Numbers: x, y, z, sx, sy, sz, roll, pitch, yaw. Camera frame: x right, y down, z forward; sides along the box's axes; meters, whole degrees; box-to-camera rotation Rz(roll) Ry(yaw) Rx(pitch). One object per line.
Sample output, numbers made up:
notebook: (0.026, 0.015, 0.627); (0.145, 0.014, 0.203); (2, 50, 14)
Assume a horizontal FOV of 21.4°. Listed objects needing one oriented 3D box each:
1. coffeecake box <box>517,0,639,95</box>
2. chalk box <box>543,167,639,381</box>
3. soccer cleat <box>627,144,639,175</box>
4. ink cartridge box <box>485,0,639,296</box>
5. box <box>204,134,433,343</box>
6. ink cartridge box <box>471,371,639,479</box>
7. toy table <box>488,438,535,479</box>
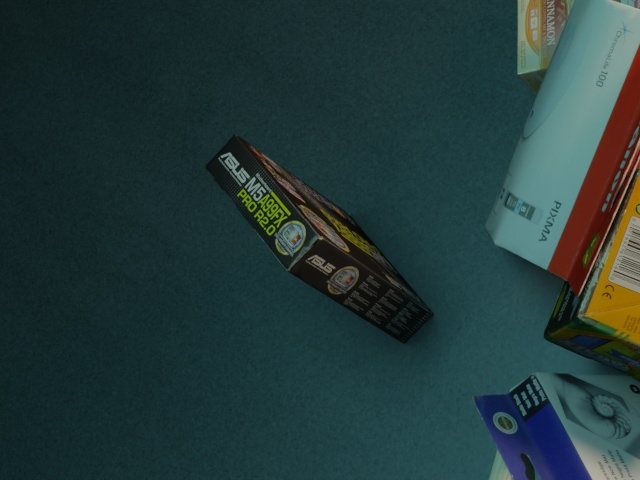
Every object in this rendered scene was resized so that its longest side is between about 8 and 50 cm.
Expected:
coffeecake box: (0.344, -0.275, 2.123); (0.185, 0.068, 0.142); (-12, 62, 30)
chalk box: (0.365, 0.054, 1.844); (0.179, 0.289, 0.180); (23, 83, 2)
soccer cleat: (0.502, -0.125, 1.935); (0.318, 0.108, 0.116); (-16, 88, 19)
ink cartridge box: (0.286, -0.116, 1.871); (0.091, 0.385, 0.308); (22, 98, -1)
box: (0.000, 0.000, 2.096); (0.060, 0.270, 0.216); (-47, 49, 8)
ink cartridge box: (0.300, 0.237, 1.810); (0.045, 0.224, 0.223); (-58, 43, 36)
toy table: (0.205, 0.356, 1.853); (0.274, 0.161, 0.252); (-5, 65, 32)
